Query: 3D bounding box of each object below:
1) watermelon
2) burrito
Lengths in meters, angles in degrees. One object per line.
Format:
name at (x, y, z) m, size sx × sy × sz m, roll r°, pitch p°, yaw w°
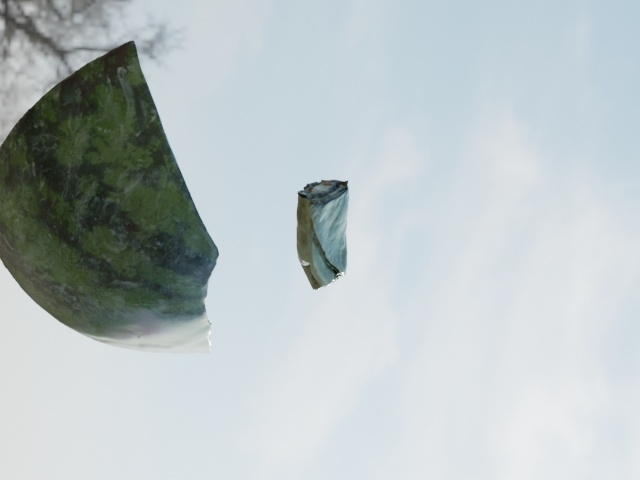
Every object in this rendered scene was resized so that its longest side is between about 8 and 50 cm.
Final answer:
watermelon at (-0.185, -0.010, 1.168) m, size 0.256 × 0.176 × 0.260 m, roll -29°, pitch -100°, yaw 37°
burrito at (0.002, -0.002, 1.229) m, size 0.044 × 0.074 × 0.118 m, roll 17°, pitch -57°, yaw 24°
